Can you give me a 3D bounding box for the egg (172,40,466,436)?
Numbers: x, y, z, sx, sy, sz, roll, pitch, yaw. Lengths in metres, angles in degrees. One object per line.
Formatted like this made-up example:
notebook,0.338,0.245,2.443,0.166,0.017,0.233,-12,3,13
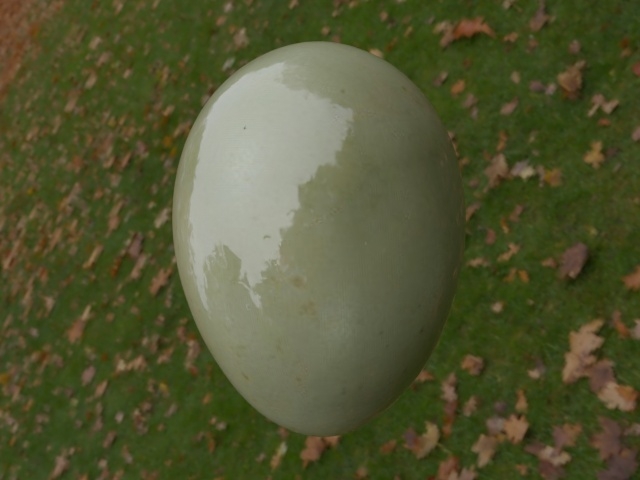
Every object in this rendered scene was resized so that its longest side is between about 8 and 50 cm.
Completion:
egg,0.000,0.000,0.633,0.188,0.188,0.254,3,99,61
